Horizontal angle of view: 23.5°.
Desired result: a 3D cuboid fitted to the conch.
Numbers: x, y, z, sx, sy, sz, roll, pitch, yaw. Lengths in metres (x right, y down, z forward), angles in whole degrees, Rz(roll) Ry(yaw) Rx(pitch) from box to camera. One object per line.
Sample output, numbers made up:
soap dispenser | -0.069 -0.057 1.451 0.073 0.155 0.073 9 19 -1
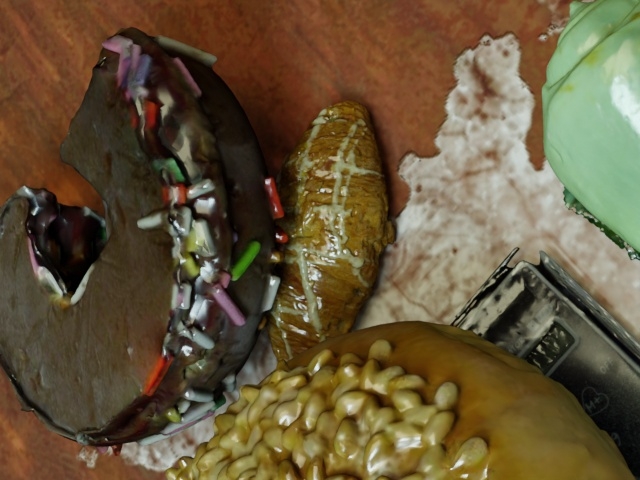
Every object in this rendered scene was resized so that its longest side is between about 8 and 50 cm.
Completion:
conch | 0.240 -0.060 1.075 0.143 0.137 0.251 -23 90 -1

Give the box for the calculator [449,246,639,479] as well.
calculator | 0.189 0.145 1.111 0.274 0.028 0.166 46 106 28

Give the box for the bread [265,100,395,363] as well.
bread | 0.000 0.000 1.220 0.105 0.076 0.233 8 88 33

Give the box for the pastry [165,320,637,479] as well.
pastry | 0.047 0.256 1.032 0.409 0.245 0.410 0 90 41

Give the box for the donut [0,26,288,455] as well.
donut | -0.143 0.022 1.221 0.259 0.136 0.345 56 132 26
